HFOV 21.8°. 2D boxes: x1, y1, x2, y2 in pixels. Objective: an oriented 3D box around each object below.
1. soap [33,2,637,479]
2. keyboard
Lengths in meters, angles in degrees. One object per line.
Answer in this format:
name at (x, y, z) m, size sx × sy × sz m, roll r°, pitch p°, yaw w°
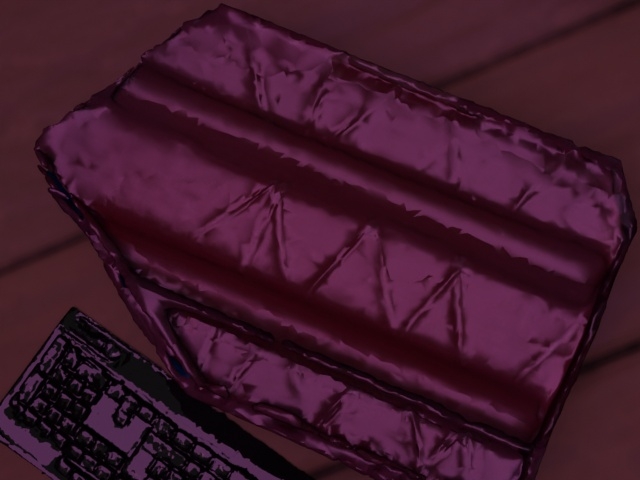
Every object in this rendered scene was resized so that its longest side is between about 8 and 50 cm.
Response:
soap at (0.000, 0.000, 0.717) m, size 0.250 × 0.099 × 0.162 m, roll 24°, pitch 94°, yaw 7°
keyboard at (-0.059, 0.115, 0.768) m, size 0.196 × 0.015 × 0.074 m, roll 36°, pitch 94°, yaw 7°
